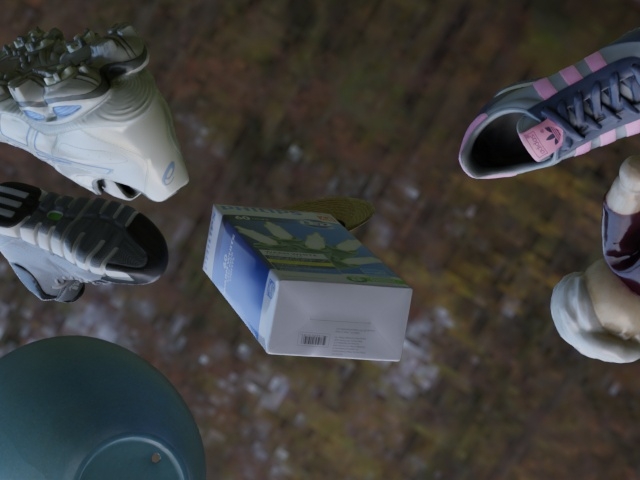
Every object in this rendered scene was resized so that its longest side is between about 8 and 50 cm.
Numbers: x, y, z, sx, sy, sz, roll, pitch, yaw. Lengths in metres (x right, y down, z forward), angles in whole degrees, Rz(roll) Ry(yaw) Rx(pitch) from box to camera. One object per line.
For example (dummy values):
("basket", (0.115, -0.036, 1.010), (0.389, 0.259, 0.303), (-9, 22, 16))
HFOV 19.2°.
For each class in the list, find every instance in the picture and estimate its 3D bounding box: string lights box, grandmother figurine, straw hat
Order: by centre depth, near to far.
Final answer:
("grandmother figurine", (0.304, -0.002, 1.463), (0.208, 0.342, 0.104), (40, -134, -10))
("string lights box", (-0.019, 0.038, 1.846), (0.133, 0.076, 0.260), (4, -165, -19))
("straw hat", (0.000, 0.000, 2.293), (0.144, 0.061, 0.144), (-7, -160, 3))

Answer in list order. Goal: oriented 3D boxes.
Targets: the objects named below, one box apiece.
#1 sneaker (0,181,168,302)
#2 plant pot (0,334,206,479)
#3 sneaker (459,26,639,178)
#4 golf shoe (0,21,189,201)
("sneaker", (-0.244, 0.021, 1.970), (0.229, 0.086, 0.132), (20, 144, 26))
("plant pot", (-0.236, 0.254, 2.006), (0.290, 0.290, 0.195), (25, 171, -27))
("sneaker", (0.286, -0.135, 2.042), (0.112, 0.319, 0.131), (56, -135, -10))
("golf shoe", (-0.120, -0.051, 0.883), (0.086, 0.069, 0.176), (59, 160, -22))
